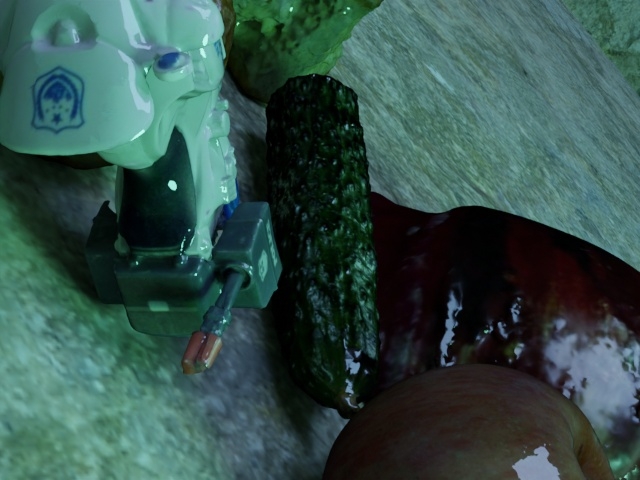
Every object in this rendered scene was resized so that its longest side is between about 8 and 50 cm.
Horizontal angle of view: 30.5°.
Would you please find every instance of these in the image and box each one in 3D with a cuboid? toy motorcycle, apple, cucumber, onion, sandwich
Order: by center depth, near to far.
[{"bbox_3d":[-0.074,-0.046,0.488,0.150,0.102,0.221,-78,163,-49],"label":"toy motorcycle"},{"bbox_3d":[0.078,0.130,0.545,0.153,0.120,0.153,47,22,-26],"label":"apple"},{"bbox_3d":[0.000,0.000,0.697,0.067,0.067,0.293,36,30,-28],"label":"cucumber"},{"bbox_3d":[0.139,0.059,0.754,0.280,0.146,0.314,40,28,-8],"label":"onion"},{"bbox_3d":[-0.027,-0.179,0.862,0.236,0.122,0.128,24,30,-45],"label":"sandwich"}]

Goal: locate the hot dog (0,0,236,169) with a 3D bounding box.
[{"bbox_3d":[-0.141,-0.164,0.634,0.196,0.122,0.272,34,24,-46],"label":"hot dog"}]
